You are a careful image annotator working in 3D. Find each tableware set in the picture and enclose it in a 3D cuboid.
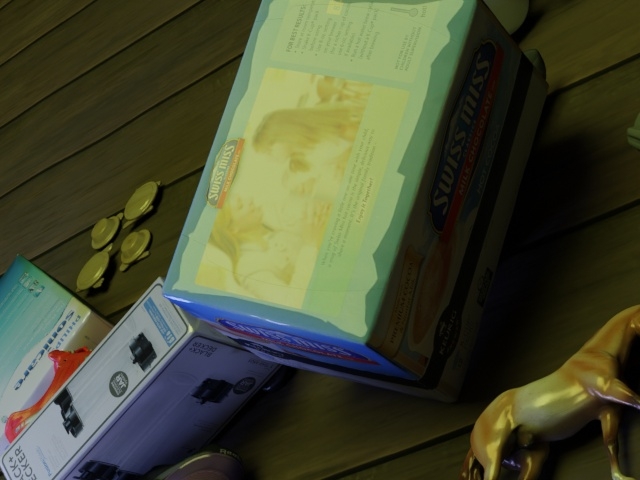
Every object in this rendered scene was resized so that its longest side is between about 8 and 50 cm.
[{"bbox_3d":[-0.275,-0.004,2.456,0.141,0.020,0.169,-30,35,31],"label":"tableware set"}]

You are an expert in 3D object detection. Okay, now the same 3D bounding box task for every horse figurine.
[{"bbox_3d":[0.205,0.167,1.547,0.263,0.066,0.174,-38,38,20],"label":"horse figurine"}]

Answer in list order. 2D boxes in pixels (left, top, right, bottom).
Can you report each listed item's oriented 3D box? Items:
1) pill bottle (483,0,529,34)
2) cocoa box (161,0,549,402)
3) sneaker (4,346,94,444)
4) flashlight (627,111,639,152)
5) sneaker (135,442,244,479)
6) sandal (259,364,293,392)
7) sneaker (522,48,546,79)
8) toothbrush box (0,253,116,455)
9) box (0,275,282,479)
[{"bbox_3d":[0.167,-0.290,2.054,0.103,0.103,0.184,-50,30,4],"label":"pill bottle"},{"bbox_3d":[0.040,-0.053,1.718,0.231,0.228,0.347,12,77,28],"label":"cocoa box"},{"bbox_3d":[-0.259,0.151,2.099,0.118,0.107,0.279,33,62,22],"label":"sneaker"},{"bbox_3d":[0.372,-0.063,1.522,0.103,0.103,0.304,-56,31,0],"label":"flashlight"},{"bbox_3d":[-0.189,0.313,1.938,0.283,0.107,0.124,-28,24,29],"label":"sneaker"},{"bbox_3d":[-0.066,0.106,2.032,0.067,0.040,0.179,-47,44,21],"label":"sandal"},{"bbox_3d":[0.142,-0.162,1.973,0.121,0.111,0.300,-46,30,-16],"label":"sneaker"},{"bbox_3d":[-0.358,0.167,2.279,0.216,0.126,0.295,-55,29,-6],"label":"toothbrush box"},{"bbox_3d":[-0.196,0.185,1.953,0.290,0.169,0.087,-49,54,16],"label":"box"}]
